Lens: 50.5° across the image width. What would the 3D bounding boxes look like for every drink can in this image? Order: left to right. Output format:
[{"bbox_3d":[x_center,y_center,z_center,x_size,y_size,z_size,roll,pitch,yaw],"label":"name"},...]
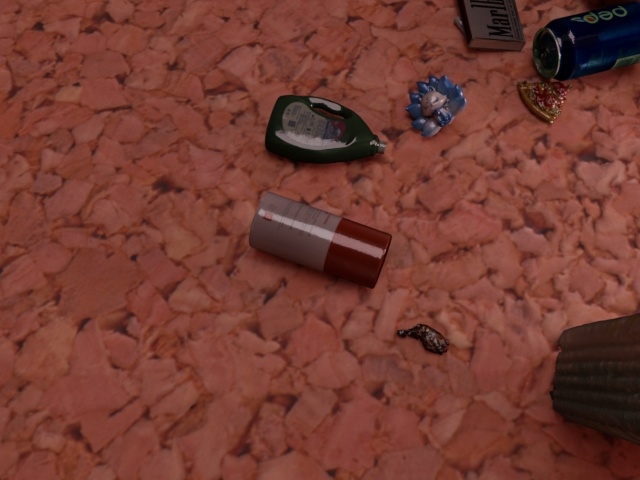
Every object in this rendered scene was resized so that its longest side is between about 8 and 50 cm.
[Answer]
[{"bbox_3d":[0.510,-0.371,1.270,0.204,0.118,0.118,-14,65,-9],"label":"drink can"}]

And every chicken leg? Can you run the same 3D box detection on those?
[{"bbox_3d":[0.163,0.151,1.065,0.083,0.021,0.036,26,76,12],"label":"chicken leg"}]

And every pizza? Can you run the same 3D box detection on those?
[{"bbox_3d":[0.413,-0.275,1.270,0.099,0.029,0.100,30,67,14],"label":"pizza"}]

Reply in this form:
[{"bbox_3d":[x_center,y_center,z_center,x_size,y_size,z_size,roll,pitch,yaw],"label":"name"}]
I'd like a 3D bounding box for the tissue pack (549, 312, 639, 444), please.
[{"bbox_3d":[0.477,0.192,0.836,0.287,0.388,0.162,13,81,6],"label":"tissue pack"}]

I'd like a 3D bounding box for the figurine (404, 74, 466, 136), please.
[{"bbox_3d":[0.203,-0.252,1.230,0.114,0.079,0.114,3,95,35],"label":"figurine"}]

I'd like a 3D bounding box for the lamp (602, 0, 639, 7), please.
[{"bbox_3d":[0.615,-0.510,1.333,0.181,0.140,0.182,7,43,-6],"label":"lamp"}]

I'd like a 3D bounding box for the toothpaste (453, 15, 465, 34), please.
[{"bbox_3d":[0.296,-0.412,1.346,0.024,0.015,0.083,-33,73,-7],"label":"toothpaste"}]

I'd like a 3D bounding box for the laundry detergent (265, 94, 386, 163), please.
[{"bbox_3d":[0.015,-0.195,1.210,0.210,0.063,0.137,11,58,5],"label":"laundry detergent"}]

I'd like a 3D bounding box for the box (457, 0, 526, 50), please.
[{"bbox_3d":[0.334,-0.454,1.348,0.115,0.036,0.178,1,63,-11],"label":"box"}]

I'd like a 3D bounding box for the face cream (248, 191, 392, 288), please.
[{"bbox_3d":[0.000,0.000,1.096,0.214,0.096,0.096,19,65,8],"label":"face cream"}]
